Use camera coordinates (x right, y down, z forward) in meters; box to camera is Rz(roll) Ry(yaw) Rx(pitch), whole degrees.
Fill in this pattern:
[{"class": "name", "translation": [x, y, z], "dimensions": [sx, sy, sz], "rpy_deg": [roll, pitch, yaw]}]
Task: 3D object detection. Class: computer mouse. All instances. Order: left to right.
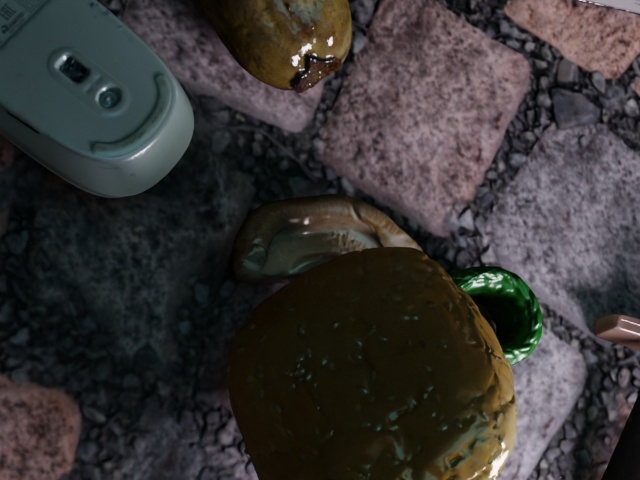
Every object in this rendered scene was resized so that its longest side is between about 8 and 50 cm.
[{"class": "computer mouse", "translation": [-0.255, -0.158, 1.135], "dimensions": [0.288, 0.097, 0.159], "rpy_deg": [37, 70, 1]}]

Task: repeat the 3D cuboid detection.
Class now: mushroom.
[{"class": "mushroom", "translation": [0.000, 0.000, 1.214], "dimensions": [0.209, 0.072, 0.094], "rpy_deg": [-6, 83, -26]}]

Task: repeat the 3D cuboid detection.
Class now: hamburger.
[{"class": "hamburger", "translation": [0.050, 0.148, 1.106], "dimensions": [0.259, 0.144, 0.283], "rpy_deg": [-31, 66, -8]}]

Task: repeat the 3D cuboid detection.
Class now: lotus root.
[{"class": "lotus root", "translation": [-0.061, -0.277, 1.217], "dimensions": [0.145, 0.128, 0.260], "rpy_deg": [-29, 89, -14]}]

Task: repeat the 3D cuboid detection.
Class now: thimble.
[{"class": "thimble", "translation": [0.162, 0.086, 1.250], "dimensions": [0.130, 0.090, 0.118], "rpy_deg": [-22, 85, -25]}]

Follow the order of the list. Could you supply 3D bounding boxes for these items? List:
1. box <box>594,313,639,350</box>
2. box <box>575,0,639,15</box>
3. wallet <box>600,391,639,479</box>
[{"class": "box", "translation": [0.372, 0.109, 1.350], "dimensions": [0.115, 0.048, 0.025], "rpy_deg": [17, 65, -17]}, {"class": "box", "translation": [0.343, -0.383, 1.387], "dimensions": [0.333, 0.145, 0.173], "rpy_deg": [8, 74, -19]}, {"class": "wallet", "translation": [0.420, 0.218, 1.288], "dimensions": [0.170, 0.044, 0.321], "rpy_deg": [23, 80, 21]}]
